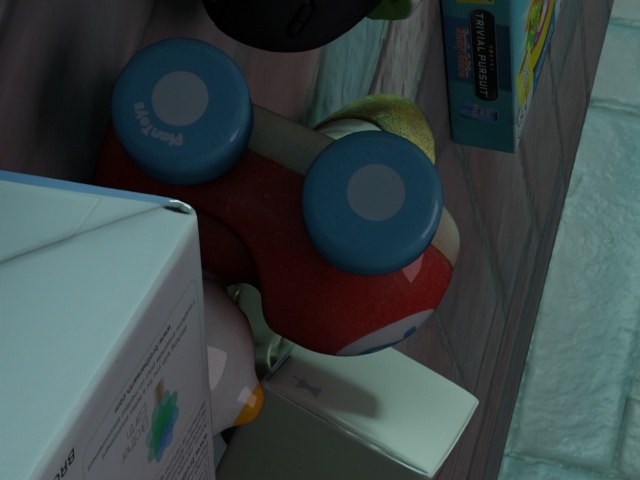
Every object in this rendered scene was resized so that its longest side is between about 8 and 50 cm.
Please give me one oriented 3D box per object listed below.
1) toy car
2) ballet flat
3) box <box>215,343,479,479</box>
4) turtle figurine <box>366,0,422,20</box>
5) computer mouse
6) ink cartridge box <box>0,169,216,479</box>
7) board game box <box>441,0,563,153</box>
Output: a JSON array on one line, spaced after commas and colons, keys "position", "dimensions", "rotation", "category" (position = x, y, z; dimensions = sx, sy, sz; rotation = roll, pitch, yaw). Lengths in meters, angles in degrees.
[{"position": [-0.058, 0.048, 0.954], "dimensions": [0.238, 0.210, 0.219], "rotation": [-63, 174, -10], "category": "toy car"}, {"position": [0.000, 0.000, 1.281], "dimensions": [0.123, 0.123, 0.348], "rotation": [79, 26, -55], "category": "ballet flat"}, {"position": [-0.028, 0.220, 1.131], "dimensions": [0.311, 0.121, 0.148], "rotation": [-64, 171, 23], "category": "box"}, {"position": [0.085, -0.312, 1.365], "dimensions": [0.266, 0.275, 0.198], "rotation": [-45, 172, -31], "category": "turtle figurine"}, {"position": [-0.039, -0.156, 0.959], "dimensions": [0.262, 0.184, 0.060], "rotation": [162, -66, -64], "category": "computer mouse"}, {"position": [-0.155, 0.203, 0.760], "dimensions": [0.270, 0.151, 0.395], "rotation": [-62, 156, -46], "category": "ink cartridge box"}, {"position": [0.202, -0.295, 1.855], "dimensions": [0.336, 0.079, 0.254], "rotation": [79, 27, -57], "category": "board game box"}]
